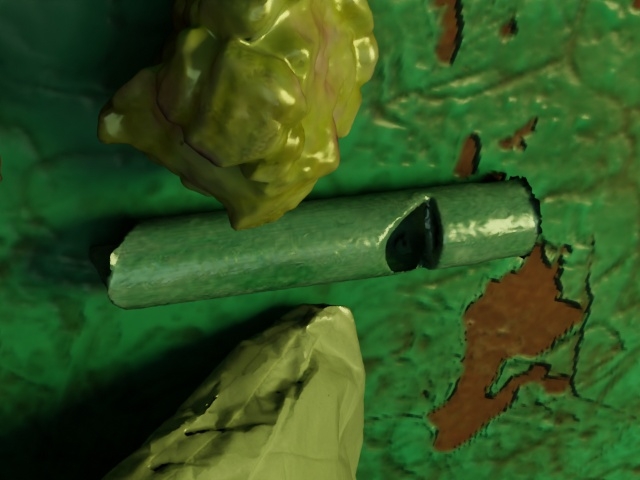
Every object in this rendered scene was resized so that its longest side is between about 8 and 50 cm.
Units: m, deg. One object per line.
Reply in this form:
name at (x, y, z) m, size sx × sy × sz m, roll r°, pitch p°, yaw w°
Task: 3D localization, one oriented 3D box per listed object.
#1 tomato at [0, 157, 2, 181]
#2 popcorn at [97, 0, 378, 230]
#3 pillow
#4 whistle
tomato at (-0.199, -0.039, 0.487) m, size 0.173 × 0.099 × 0.189 m, roll 1°, pitch 158°, yaw -36°
popcorn at (-0.027, -0.059, 0.551) m, size 0.097 × 0.089 × 0.109 m, roll -48°, pitch 143°, yaw -35°
pillow at (-0.052, 0.205, 0.622) m, size 0.281 × 0.076 × 0.274 m, roll -40°, pitch 135°, yaw -43°
whistle at (0.000, 0.000, 0.620) m, size 0.186 × 0.039 × 0.039 m, roll -6°, pitch 120°, yaw -18°
